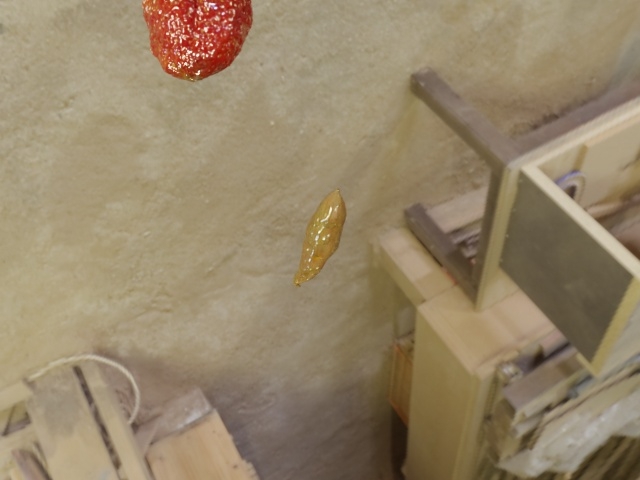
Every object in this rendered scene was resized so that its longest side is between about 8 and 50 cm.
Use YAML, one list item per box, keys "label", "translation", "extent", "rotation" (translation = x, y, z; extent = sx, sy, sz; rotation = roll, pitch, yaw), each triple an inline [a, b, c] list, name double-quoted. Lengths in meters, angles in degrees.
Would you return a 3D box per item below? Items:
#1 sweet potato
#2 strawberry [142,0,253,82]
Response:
- label: "sweet potato"
  translation: [0.000, 0.000, 1.162]
  extent: [0.059, 0.068, 0.206]
  rotation: [22, 120, -5]
- label: "strawberry"
  translation: [-0.281, -0.482, 1.663]
  extent: [0.257, 0.277, 0.257]
  rotation: [4, 154, 2]
